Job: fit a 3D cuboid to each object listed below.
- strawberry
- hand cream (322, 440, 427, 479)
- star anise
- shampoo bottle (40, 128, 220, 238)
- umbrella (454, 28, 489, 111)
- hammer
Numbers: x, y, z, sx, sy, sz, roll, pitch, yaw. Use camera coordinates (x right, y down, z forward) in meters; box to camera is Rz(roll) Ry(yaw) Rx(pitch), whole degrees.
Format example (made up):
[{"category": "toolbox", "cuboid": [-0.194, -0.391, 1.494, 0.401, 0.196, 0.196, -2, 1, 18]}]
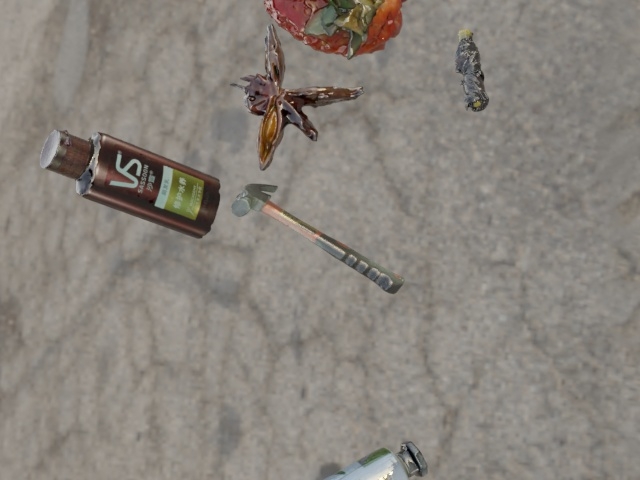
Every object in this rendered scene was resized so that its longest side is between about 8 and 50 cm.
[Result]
[{"category": "strawberry", "cuboid": [-0.012, -0.239, 0.922, 0.107, 0.175, 0.236, -34, 37, 35]}, {"category": "hand cream", "cuboid": [-0.005, 0.299, 1.242, 0.058, 0.271, 0.091, 34, 147, 53]}, {"category": "star anise", "cuboid": [-0.050, -0.174, 1.436, 0.158, 0.140, 0.144, -46, 1, 1]}, {"category": "shampoo bottle", "cuboid": [-0.333, -0.108, 2.050, 0.084, 0.323, 0.129, -10, 63, 53]}, {"category": "umbrella", "cuboid": [0.209, -0.238, 1.615, 0.040, 0.037, 0.143, -18, 50, 19]}, {"category": "hammer", "cuboid": [0.000, -0.001, 1.756, 0.033, 0.288, 0.111, -56, 5, 24]}]
